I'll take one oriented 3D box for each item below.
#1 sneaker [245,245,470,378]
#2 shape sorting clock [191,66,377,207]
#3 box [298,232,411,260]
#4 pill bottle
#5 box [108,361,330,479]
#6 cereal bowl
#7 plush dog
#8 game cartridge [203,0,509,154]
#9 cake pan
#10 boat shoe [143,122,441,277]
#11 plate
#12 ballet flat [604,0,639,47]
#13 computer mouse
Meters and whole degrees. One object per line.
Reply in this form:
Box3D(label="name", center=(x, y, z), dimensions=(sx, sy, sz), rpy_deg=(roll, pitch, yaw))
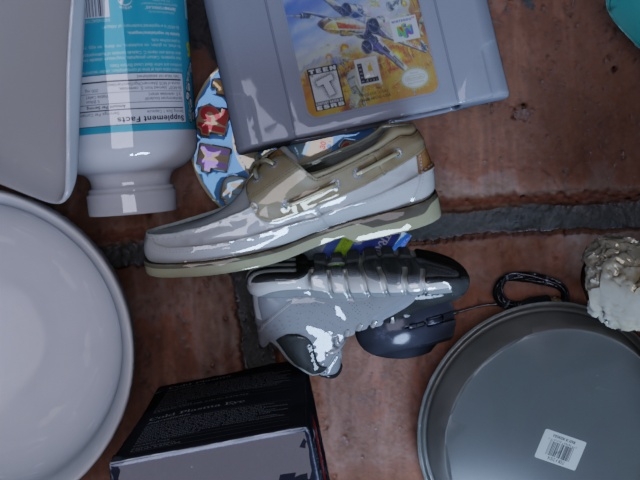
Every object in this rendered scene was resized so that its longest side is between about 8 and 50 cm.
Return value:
Box3D(label="sneaker", center=(0.040, 0.081, 1.121), dimensions=(0.228, 0.086, 0.132), rpy_deg=(0, 112, 5))
Box3D(label="shape sorting clock", center=(-0.040, -0.112, 1.163), dimensions=(0.206, 0.040, 0.206), rpy_deg=(0, 94, -1))
Box3D(label="box", center=(0.000, 0.000, 1.151), dimensions=(0.178, 0.042, 0.109), rpy_deg=(29, 102, -12))
Box3D(label="pill bottle", center=(-0.203, -0.159, 1.103), dimensions=(0.146, 0.146, 0.264), rpy_deg=(-4, 94, -1))
Box3D(label="box", center=(-0.066, 0.322, 1.057), dimensions=(0.179, 0.312, 0.343), rpy_deg=(-11, 95, -1))
Box3D(label="cereal bowl", center=(-0.355, 0.110, 1.114), dimensions=(0.339, 0.141, 0.339), rpy_deg=(-1, 96, -5))
Box3D(label="plush dog", center=(0.426, 0.062, 1.107), dimensions=(0.210, 0.225, 0.262), rpy_deg=(-34, 88, 40))
Box3D(label="game cartridge", center=(0.036, -0.215, 1.131), dimensions=(0.297, 0.062, 0.198), rpy_deg=(-13, 92, -7))
Box3D(label="cake pan", center=(0.254, 0.215, 1.172), dimensions=(0.293, 0.054, 0.293), rpy_deg=(-1, 99, -6))
Box3D(label="boat shoe", center=(-0.034, -0.042, 1.062), dimensions=(0.302, 0.113, 0.103), rpy_deg=(-15, 106, -12))
Box3D(label="plate", center=(-0.313, -0.196, 1.067), dimensions=(0.277, 0.045, 0.278), rpy_deg=(16, 106, 39))
Box3D(label="ballet flat", center=(0.472, -0.165, 1.133), dimensions=(0.147, 0.147, 0.409), rpy_deg=(-40, 94, 1))
Box3D(label="computer mouse", center=(0.157, 0.081, 1.181), dimensions=(0.242, 0.041, 0.071), rpy_deg=(-13, 93, -1))
